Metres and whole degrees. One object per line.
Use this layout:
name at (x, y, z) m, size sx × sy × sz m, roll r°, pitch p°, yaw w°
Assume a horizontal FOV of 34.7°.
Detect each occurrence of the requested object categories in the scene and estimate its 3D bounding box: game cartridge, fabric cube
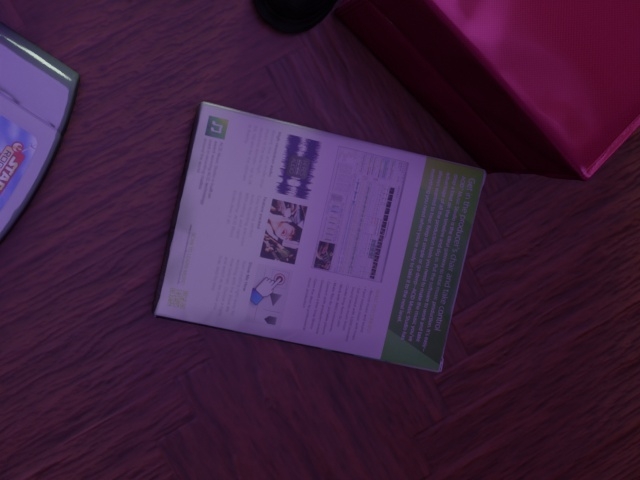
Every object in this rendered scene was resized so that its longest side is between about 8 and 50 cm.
game cartridge at (-0.383, -0.084, 1.029) m, size 0.198 × 0.062 × 0.297 m, roll 33°, pitch 87°, yaw -7°
fabric cube at (0.212, -0.240, 1.031) m, size 0.258 × 0.259 × 0.254 m, roll 44°, pitch 84°, yaw -13°

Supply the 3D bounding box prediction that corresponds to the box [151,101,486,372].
box at (0.000, 0.000, 1.108) m, size 0.322 × 0.058 × 0.232 m, roll 13°, pitch 91°, yaw -10°

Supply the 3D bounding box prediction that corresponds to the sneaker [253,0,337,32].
sneaker at (0.041, -0.341, 1.054) m, size 0.109 × 0.130 × 0.286 m, roll 32°, pitch 86°, yaw -10°
